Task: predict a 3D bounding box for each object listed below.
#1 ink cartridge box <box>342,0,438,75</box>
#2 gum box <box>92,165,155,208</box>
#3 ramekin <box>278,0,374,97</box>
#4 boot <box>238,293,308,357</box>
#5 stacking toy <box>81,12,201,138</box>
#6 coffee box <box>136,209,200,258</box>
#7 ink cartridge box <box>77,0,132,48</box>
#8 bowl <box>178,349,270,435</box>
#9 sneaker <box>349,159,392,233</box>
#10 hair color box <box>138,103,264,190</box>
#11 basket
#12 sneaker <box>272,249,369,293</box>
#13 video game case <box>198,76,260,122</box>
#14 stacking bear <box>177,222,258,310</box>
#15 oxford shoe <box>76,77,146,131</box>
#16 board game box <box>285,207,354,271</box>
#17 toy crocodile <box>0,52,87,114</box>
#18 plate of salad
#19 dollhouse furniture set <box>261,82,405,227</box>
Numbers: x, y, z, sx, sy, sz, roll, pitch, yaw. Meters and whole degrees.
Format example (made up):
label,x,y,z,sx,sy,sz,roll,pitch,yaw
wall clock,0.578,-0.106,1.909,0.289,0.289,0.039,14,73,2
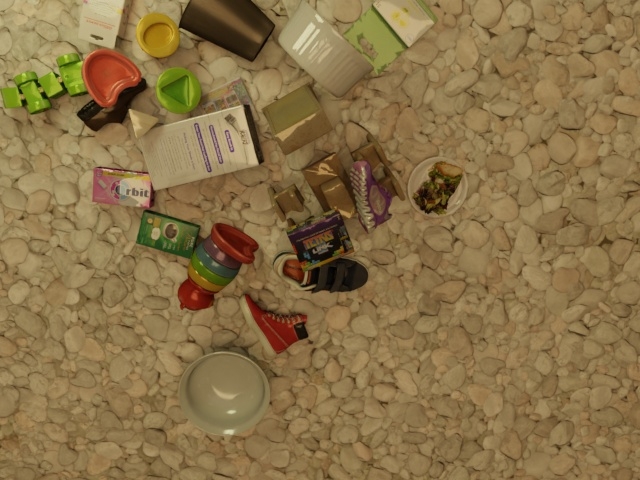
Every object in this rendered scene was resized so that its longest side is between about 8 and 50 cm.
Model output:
label,x,y,z,sx,sy,sz,roll,pitch,yaw
ink cartridge box,0.208,-0.641,1.710,0.235,0.056,0.171,-43,101,5
gum box,-0.606,-0.165,1.778,0.188,0.062,0.107,7,102,-3
ramekin,0.009,-0.535,1.619,0.277,0.277,0.135,41,105,-10
boot,-0.146,0.247,1.874,0.176,0.088,0.244,-30,110,4
stacking toy,-0.516,-0.471,1.662,0.308,0.130,0.280,-36,113,-12
coffee box,-0.487,-0.020,1.825,0.184,0.040,0.113,16,102,-5
ink cartridge box,-0.628,-0.670,1.667,0.115,0.067,0.198,16,100,-5
bowl,-0.311,0.481,1.891,0.297,0.134,0.298,0,103,-2
sneaker,0.153,-0.135,1.639,0.104,0.095,0.237,-20,129,-7
hair color box,-0.359,-0.282,1.726,0.338,0.110,0.185,-12,102,8
basket,-0.259,-0.635,1.649,0.226,0.154,0.204,34,100,-12
sneaker,0.004,0.110,1.829,0.320,0.127,0.126,7,100,-5
video game case,-0.287,-0.406,1.760,0.157,0.019,0.143,-24,102,4
stacking bear,-0.346,0.102,1.803,0.164,0.175,0.289,34,106,-11
oxford shoe,-0.614,-0.412,1.728,0.227,0.083,0.096,-33,127,1
board game box,0.000,0.000,1.701,0.170,0.048,0.141,-23,121,1
toy crocodile,-0.786,-0.465,1.696,0.340,0.105,0.115,-23,102,-2
plate of salad,0.378,-0.167,1.819,0.199,0.048,0.200,-1,103,-3
dollhouse furniture set,-0.002,-0.238,1.742,0.362,0.256,0.394,-28,123,5
